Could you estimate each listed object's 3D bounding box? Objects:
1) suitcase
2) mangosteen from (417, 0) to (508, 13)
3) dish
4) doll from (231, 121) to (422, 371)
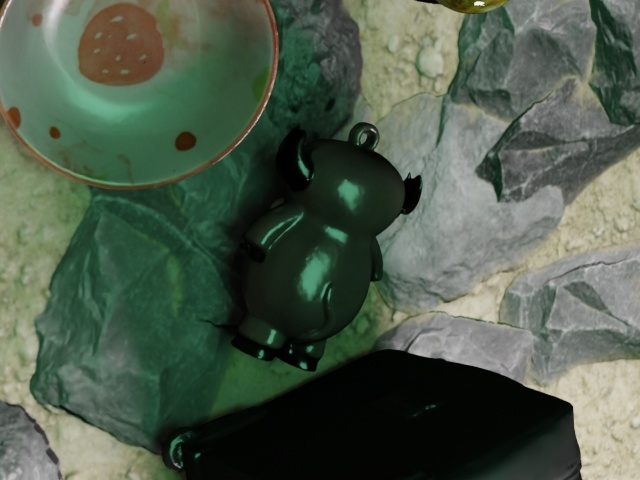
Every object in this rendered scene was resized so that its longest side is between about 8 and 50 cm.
[{"bbox_3d":[0.064,0.239,1.769,0.339,0.345,0.188,-25,109,-29],"label":"suitcase"},{"bbox_3d":[0.134,-0.366,1.709,0.300,0.300,0.300,-9,106,-34],"label":"mangosteen"},{"bbox_3d":[-0.173,-0.180,1.633,0.260,0.085,0.260,-6,118,-11],"label":"dish"},{"bbox_3d":[0.001,0.002,1.808,0.182,0.117,0.257,16,91,-39],"label":"doll"}]
